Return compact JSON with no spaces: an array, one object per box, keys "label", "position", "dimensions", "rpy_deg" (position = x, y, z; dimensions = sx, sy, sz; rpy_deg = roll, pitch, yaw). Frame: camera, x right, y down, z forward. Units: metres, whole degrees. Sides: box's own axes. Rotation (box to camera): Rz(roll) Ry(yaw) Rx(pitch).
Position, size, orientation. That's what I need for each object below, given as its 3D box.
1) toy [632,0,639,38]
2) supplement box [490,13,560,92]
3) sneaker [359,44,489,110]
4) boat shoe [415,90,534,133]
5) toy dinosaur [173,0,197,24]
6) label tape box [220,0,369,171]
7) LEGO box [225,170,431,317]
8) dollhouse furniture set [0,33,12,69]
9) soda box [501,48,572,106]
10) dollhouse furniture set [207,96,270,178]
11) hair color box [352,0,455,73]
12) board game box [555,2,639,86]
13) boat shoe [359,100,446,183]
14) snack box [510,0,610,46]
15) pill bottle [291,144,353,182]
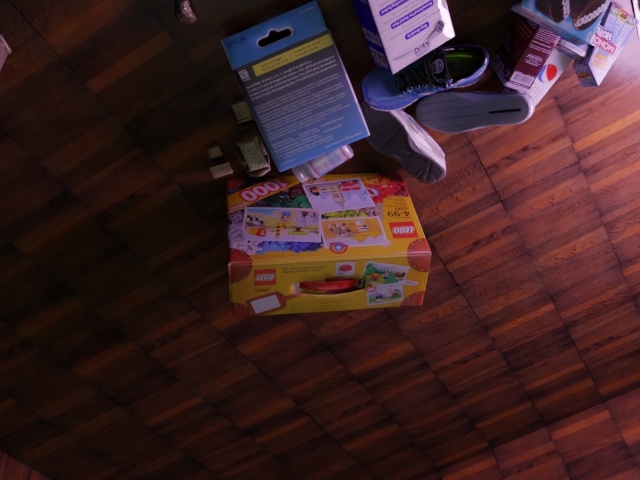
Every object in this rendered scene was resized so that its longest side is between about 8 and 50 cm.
[{"label":"toy","position":[0.840,-0.610,1.695],"dimensions":[0.136,0.056,0.237],"rpy_deg":[-24,129,13]},{"label":"supplement box","position":[0.517,-0.499,1.687],"dimensions":[0.073,0.130,0.239],"rpy_deg":[14,125,-17]},{"label":"sneaker","position":[0.253,-0.412,1.685],"dimensions":[0.329,0.147,0.130],"rpy_deg":[-19,91,0]},{"label":"boat shoe","position":[0.401,-0.336,1.795],"dimensions":[0.302,0.094,0.109],"rpy_deg":[5,109,24]},{"label":"toy dinosaur","position":[-0.293,-0.601,1.521],"dimensions":[0.118,0.064,0.268],"rpy_deg":[-7,127,6]},{"label":"label tape box","position":[-0.057,-0.378,1.697],"dimensions":[0.249,0.115,0.348],"rpy_deg":[-21,111,8]},{"label":"LEGO box","position":[0.000,0.000,1.861],"dimensions":[0.499,0.373,0.193],"rpy_deg":[-3,130,-7]},{"label":"dollhouse furniture set","position":[-0.859,-0.454,1.460],"dimensions":[0.286,0.198,0.303],"rpy_deg":[-17,129,5]},{"label":"soda box","position":[0.555,-0.419,1.800],"dimensions":[0.073,0.069,0.216],"rpy_deg":[20,124,-23]},{"label":"dollhouse furniture set","position":[-0.235,-0.250,1.791],"dimensions":[0.160,0.101,0.182],"rpy_deg":[-17,130,5]},{"label":"hair color box","position":[0.166,-0.573,1.556],"dimensions":[0.185,0.110,0.339],"rpy_deg":[-32,128,-7]},{"label":"board game box","position":[0.666,-0.490,1.706],"dimensions":[0.194,0.060,0.194],"rpy_deg":[20,91,-24]},{"label":"boat shoe","position":[0.222,-0.281,1.854],"dimensions":[0.320,0.103,0.118],"rpy_deg":[36,136,-25]},{"label":"snack box","position":[0.577,-0.620,1.529],"dimensions":[0.187,0.060,0.322],"rpy_deg":[24,94,-11]},{"label":"pill bottle","position":[0.001,-0.223,1.861],"dimensions":[0.160,0.087,0.087],"rpy_deg":[-30,128,16]}]
